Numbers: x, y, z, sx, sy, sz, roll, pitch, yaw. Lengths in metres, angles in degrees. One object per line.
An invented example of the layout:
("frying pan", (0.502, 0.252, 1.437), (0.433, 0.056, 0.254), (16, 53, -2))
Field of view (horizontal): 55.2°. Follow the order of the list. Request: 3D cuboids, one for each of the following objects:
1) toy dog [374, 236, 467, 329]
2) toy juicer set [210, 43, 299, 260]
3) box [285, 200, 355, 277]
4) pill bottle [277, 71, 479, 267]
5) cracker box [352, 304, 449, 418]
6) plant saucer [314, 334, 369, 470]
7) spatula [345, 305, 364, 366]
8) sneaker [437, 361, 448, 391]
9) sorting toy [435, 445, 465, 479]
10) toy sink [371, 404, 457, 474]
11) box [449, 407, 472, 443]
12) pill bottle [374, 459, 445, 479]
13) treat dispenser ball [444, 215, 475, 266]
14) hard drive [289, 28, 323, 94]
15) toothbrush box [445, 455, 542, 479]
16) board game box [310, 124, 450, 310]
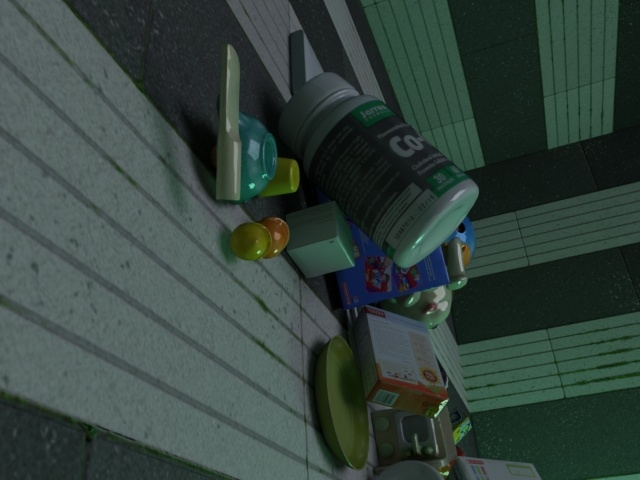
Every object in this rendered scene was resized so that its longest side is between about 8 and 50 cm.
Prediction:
("toy dog", (0.202, 0.054, 1.571), (0.395, 0.284, 0.408), (18, -48, 64))
("toy juicer set", (-0.115, -0.084, 0.848), (0.329, 0.089, 0.210), (60, 33, -66))
("box", (0.000, 0.000, 1.123), (0.101, 0.101, 0.087), (58, 21, -48))
("pill bottle", (0.097, -0.138, 1.144), (0.361, 0.204, 0.204), (45, 7, 18))
("cracker box", (0.159, 0.245, 1.268), (0.232, 0.155, 0.067), (-95, -152, -57))
("plant saucer", (0.037, 0.296, 1.120), (0.241, 0.037, 0.241), (-15, 90, -74))
("spatula", (0.081, 0.177, 1.418), (0.168, 0.019, 0.242), (23, 54, -64))
("sneaker", (0.326, 0.433, 1.887), (0.281, 0.106, 0.163), (-79, 148, -55))
("sorting toy", (0.374, 0.796, 1.808), (0.126, 0.127, 0.366), (1, 77, -44))
("toy sink", (0.208, 0.440, 1.381), (0.234, 0.152, 0.131), (33, 45, -66))
("box", (0.362, 0.573, 1.787), (0.054, 0.169, 0.059), (29, -28, 48))
("pill bottle", (0.210, 0.594, 1.235), (0.161, 0.161, 0.283), (-81, 152, -55))
("treat dispenser ball", (0.409, 0.001, 2.195), (0.288, 0.287, 0.289), (-14, 90, -74))
("hard drive", (0.001, -0.339, 1.528), (0.308, 0.040, 0.203), (55, 26, -52))
("toothbrush box", (0.377, 0.655, 1.425), (0.122, 0.206, 0.284), (-107, -150, -61))
("board game box", (0.118, -0.048, 1.312), (0.078, 0.233, 0.348), (140, -63, -85))
